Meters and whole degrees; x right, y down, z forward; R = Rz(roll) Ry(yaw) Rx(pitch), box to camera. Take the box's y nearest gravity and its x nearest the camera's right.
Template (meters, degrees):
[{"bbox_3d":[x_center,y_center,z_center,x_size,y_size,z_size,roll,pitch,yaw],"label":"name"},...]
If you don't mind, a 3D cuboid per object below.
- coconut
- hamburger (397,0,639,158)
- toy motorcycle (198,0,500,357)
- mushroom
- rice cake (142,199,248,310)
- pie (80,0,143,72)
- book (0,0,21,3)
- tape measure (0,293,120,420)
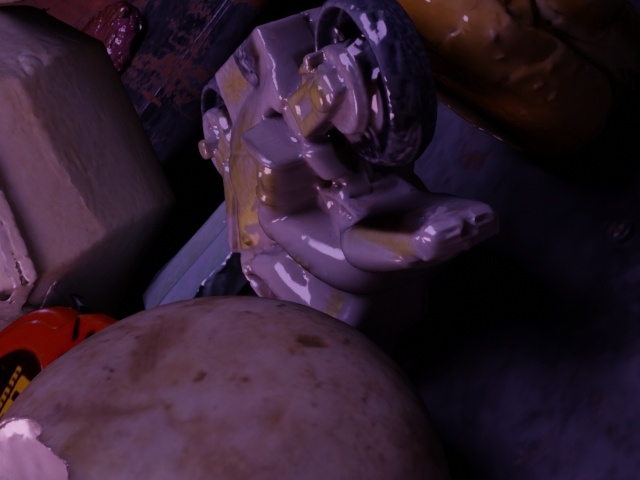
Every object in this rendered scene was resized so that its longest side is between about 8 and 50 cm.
[{"bbox_3d":[-0.283,-0.038,1.122,0.323,0.323,0.323,-37,32,28],"label":"coconut"},{"bbox_3d":[0.097,-0.137,0.745,0.108,0.214,0.214,-52,28,1],"label":"hamburger"},{"bbox_3d":[0.005,-0.023,0.762,0.108,0.222,0.341,-19,1,-19],"label":"toy motorcycle"},{"bbox_3d":[-0.033,0.132,0.683,0.254,0.195,0.189,30,61,36],"label":"mushroom"},{"bbox_3d":[-0.064,-0.006,1.014,0.226,0.040,0.085,-48,27,10],"label":"rice cake"},{"bbox_3d":[-0.277,-0.234,1.590,0.153,0.038,0.153,-35,35,30],"label":"pie"},{"bbox_3d":[-0.114,-0.286,1.152,0.428,0.039,0.300,-23,18,-24],"label":"book"},{"bbox_3d":[-0.200,0.162,0.947,0.260,0.114,0.253,13,72,57],"label":"tape measure"}]
